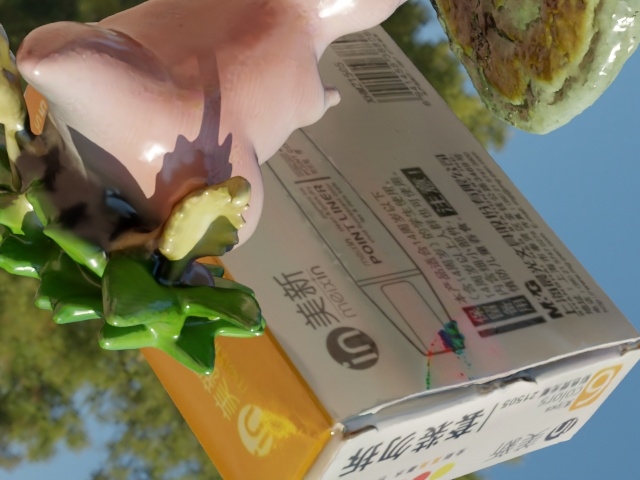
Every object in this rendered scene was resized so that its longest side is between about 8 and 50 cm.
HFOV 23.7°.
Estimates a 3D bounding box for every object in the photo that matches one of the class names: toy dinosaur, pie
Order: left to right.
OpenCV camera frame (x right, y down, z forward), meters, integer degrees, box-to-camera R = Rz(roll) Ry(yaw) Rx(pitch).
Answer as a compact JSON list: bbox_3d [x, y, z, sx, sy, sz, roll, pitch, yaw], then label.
[{"bbox_3d":[-0.037,-0.052,0.548,0.152,0.194,0.177,46,-57,38],"label":"toy dinosaur"},{"bbox_3d":[0.139,-0.183,1.046,0.054,0.241,0.240,-18,-179,-23],"label":"pie"}]

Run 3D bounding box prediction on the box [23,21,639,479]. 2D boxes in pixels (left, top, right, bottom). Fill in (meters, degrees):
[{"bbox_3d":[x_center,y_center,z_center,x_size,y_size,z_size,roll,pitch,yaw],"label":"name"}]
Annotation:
[{"bbox_3d":[0.000,0.000,0.766,0.220,0.274,0.091,-9,141,-39],"label":"box"}]
